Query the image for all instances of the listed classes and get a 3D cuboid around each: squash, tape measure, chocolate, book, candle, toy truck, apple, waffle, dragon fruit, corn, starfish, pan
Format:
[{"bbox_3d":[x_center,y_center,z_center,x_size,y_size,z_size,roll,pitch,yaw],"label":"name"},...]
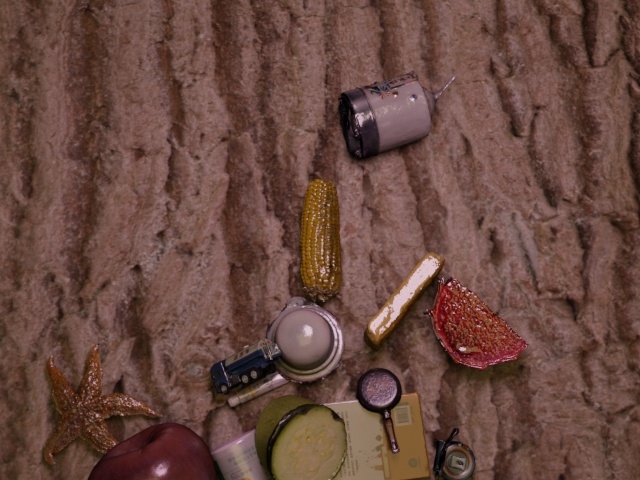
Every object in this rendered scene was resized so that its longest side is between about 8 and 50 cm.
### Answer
[{"bbox_3d":[-0.053,0.480,1.573,0.220,0.133,0.220,3,84,-34],"label":"squash"},{"bbox_3d":[0.329,0.518,1.597,0.107,0.180,0.104,10,62,1],"label":"tape measure"},{"bbox_3d":[-0.039,0.232,1.643,0.221,0.147,0.221,0,66,0],"label":"chocolate"},{"bbox_3d":[0.114,0.498,1.663,0.295,0.020,0.208,-6,78,-3],"label":"book"},{"bbox_3d":[0.208,-0.341,1.756,0.330,0.187,0.187,-19,80,-7],"label":"candle"},{"bbox_3d":[-0.180,0.302,1.615,0.201,0.074,0.088,-31,79,31],"label":"toy truck"},{"bbox_3d":[-0.367,0.549,1.487,0.305,0.306,0.235,-23,93,-7],"label":"apple"},{"bbox_3d":[0.204,0.151,1.666,0.057,0.168,0.274,39,81,12],"label":"waffle"},{"bbox_3d":[0.364,0.223,1.686,0.274,0.126,0.161,42,89,11],"label":"dragon fruit"},{"bbox_3d":[0.000,0.000,1.718,0.115,0.115,0.318,-2,78,-3],"label":"corn"},{"bbox_3d":[-0.561,0.399,1.638,0.299,0.060,0.302,-23,80,-4],"label":"starfish"},{"bbox_3d":[0.156,0.415,1.649,0.114,0.040,0.212,-14,64,-1],"label":"pan"}]

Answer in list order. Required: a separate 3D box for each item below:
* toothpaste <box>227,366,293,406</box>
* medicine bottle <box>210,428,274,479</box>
[{"bbox_3d":[-0.141,0.363,1.678,0.190,0.031,0.048,-25,74,-10],"label":"toothpaste"},{"bbox_3d":[-0.147,0.595,1.577,0.133,0.133,0.274,-26,82,-7],"label":"medicine bottle"}]
